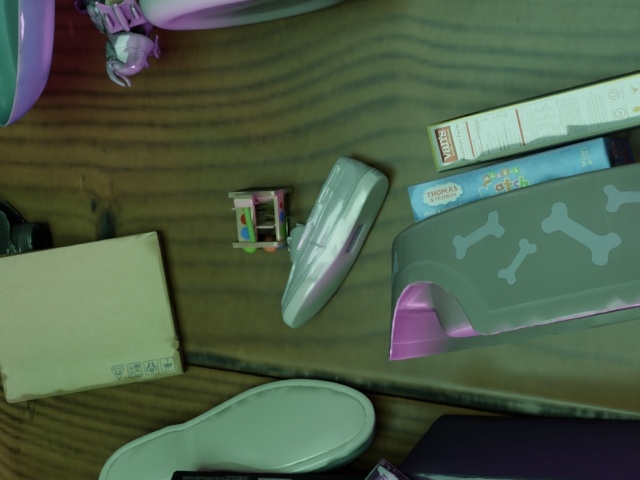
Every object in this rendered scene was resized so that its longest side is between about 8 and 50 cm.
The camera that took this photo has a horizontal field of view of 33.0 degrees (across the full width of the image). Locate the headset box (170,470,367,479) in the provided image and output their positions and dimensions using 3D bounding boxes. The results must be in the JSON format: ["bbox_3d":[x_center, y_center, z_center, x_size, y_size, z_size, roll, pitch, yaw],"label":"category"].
[{"bbox_3d":[-0.037,0.382,1.090,0.218,0.110,0.293,0,118,10],"label":"headset box"}]

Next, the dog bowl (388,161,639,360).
[{"bbox_3d":[0.217,0.018,0.880,0.349,0.349,0.102,-14,81,21],"label":"dog bowl"}]

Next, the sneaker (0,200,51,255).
[{"bbox_3d":[-0.354,0.035,1.238,0.089,0.051,0.170,-1,93,21],"label":"sneaker"}]

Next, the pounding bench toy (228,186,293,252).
[{"bbox_3d":[-0.065,-0.019,1.103,0.052,0.083,0.065,-1,97,20],"label":"pounding bench toy"}]

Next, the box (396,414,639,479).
[{"bbox_3d":[0.263,0.336,0.988,0.343,0.179,0.312,-1,99,20],"label":"box"}]

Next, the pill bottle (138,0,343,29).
[{"bbox_3d":[-0.090,-0.390,0.989,0.210,0.210,0.362,-7,95,21],"label":"pill bottle"}]

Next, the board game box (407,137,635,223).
[{"bbox_3d":[0.183,-0.053,0.938,0.160,0.211,0.039,-14,91,21],"label":"board game box"}]

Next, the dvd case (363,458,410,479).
[{"bbox_3d":[0.092,0.318,0.937,0.221,0.018,0.164,39,109,8],"label":"dvd case"}]

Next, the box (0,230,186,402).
[{"bbox_3d":[-0.262,0.084,1.190,0.201,0.021,0.164,-9,95,2],"label":"box"}]

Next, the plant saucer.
[{"bbox_3d":[-0.313,-0.274,1.086,0.044,0.318,0.317,-6,99,-23],"label":"plant saucer"}]

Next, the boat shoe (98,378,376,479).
[{"bbox_3d":[-0.079,0.238,1.160,0.320,0.116,0.099,-19,134,15],"label":"boat shoe"}]

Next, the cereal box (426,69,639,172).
[{"bbox_3d":[0.228,-0.111,0.935,0.240,0.173,0.047,-13,94,22],"label":"cereal box"}]

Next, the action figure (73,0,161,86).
[{"bbox_3d":[-0.220,-0.286,1.085,0.099,0.185,0.284,-10,79,-12],"label":"action figure"}]

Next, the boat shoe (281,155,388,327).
[{"bbox_3d":[0.000,0.000,1.096,0.063,0.066,0.184,34,109,24],"label":"boat shoe"}]
